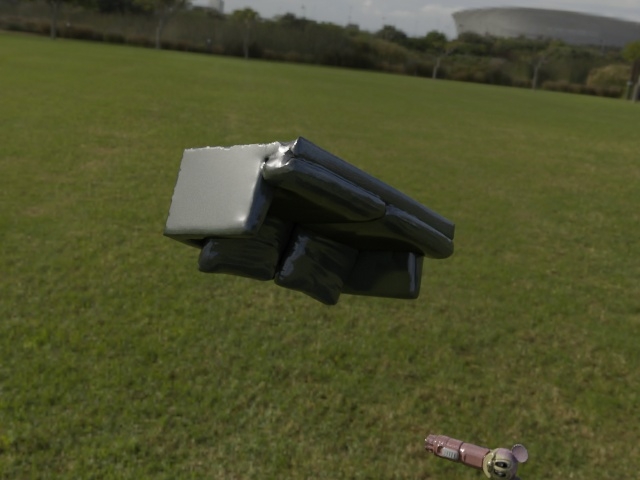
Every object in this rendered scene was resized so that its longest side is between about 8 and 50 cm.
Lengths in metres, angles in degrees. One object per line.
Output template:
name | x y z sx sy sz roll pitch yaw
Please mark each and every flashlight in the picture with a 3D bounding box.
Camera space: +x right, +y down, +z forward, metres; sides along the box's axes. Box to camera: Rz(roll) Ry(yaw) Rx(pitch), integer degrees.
flashlight | 0.162 0.229 0.788 0.110 0.052 0.031 9 6 30

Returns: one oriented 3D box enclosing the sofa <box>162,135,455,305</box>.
sofa | 0.000 0.000 0.393 0.085 0.060 0.147 0 -15 39
